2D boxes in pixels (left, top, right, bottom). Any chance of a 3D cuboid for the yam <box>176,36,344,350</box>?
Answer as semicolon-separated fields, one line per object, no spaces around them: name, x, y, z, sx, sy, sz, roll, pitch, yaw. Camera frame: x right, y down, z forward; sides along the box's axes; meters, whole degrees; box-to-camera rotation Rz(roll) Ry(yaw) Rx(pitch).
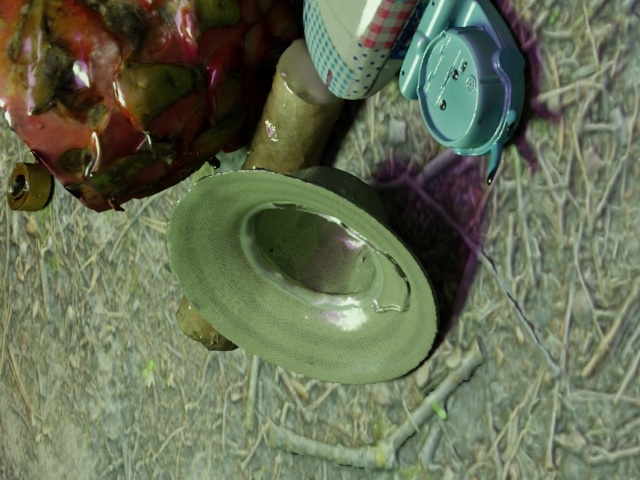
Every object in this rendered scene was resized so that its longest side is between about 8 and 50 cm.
yam;-0.054;-0.033;1.778;0.081;0.081;0.357;64;146;35

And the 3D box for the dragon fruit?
dragon fruit;-0.158;-0.202;1.788;0.296;0.263;0.314;59;-172;-2

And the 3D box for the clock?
clock;0.117;-0.113;1.490;0.147;0.045;0.108;62;144;37

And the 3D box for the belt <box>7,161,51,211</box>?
belt;-0.353;-0.066;2.364;0.083;0.036;0.059;-26;63;59

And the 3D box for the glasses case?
glasses case;0.064;-0.248;1.538;0.327;0.076;0.125;-62;39;44

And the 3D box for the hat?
hat;0.000;0.000;1.636;0.252;0.252;0.110;-50;8;51
